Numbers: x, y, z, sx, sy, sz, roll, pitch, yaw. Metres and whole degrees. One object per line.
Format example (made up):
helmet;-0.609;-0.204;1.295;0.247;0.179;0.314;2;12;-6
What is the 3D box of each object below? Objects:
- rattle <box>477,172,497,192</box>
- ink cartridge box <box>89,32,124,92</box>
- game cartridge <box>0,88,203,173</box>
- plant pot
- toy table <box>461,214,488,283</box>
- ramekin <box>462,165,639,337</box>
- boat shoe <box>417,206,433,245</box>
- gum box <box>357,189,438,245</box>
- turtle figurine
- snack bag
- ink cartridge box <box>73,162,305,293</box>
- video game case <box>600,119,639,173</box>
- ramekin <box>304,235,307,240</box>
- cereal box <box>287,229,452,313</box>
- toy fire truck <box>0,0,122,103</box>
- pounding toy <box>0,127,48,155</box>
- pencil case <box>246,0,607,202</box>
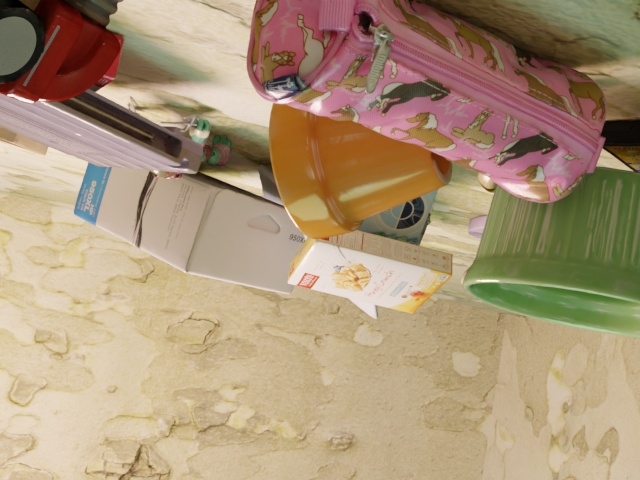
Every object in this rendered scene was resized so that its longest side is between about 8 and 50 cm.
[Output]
rattle;0.239;-0.161;1.093;0.130;0.143;0.200;-20;161;-13
ink cartridge box;-0.346;-0.248;1.115;0.150;0.063;0.109;16;170;-30
game cartridge;-0.360;-0.175;1.206;0.230;0.068;0.355;12;173;34
plant pot;0.062;-0.116;1.114;0.188;0.205;0.205;-9;165;22
toy table;0.413;0.041;1.829;0.252;0.161;0.274;13;173;-19
ramekin;0.338;0.018;1.061;0.303;0.148;0.303;13;170;2
boat shoe;0.092;-0.062;1.725;0.319;0.099;0.116;17;172;-34
gum box;0.103;-0.067;1.435;0.157;0.184;0.041;12;-149;-10
turtle figurine;-0.255;-0.161;1.458;0.175;0.118;0.234;16;-176;22
snack bag;0.000;0.000;1.817;0.323;0.037;0.342;38;162;21
ink cartridge box;-0.250;-0.047;1.702;0.395;0.166;0.285;22;-175;42
video game case;0.531;-0.103;1.100;0.275;0.035;0.248;4;170;42
ramekin;0.078;-0.039;1.564;0.207;0.207;0.109;12;164;-11
cereal box;0.080;0.049;1.469;0.240;0.047;0.173;13;150;-12
toy fire truck;-0.177;-0.216;0.664;0.158;0.217;0.246;38;-170;24
pounding toy;-0.567;-0.226;1.500;0.206;0.094;0.181;19;178;7
pencil case;0.116;-0.155;0.851;0.386;0.167;0.160;16;138;-37
